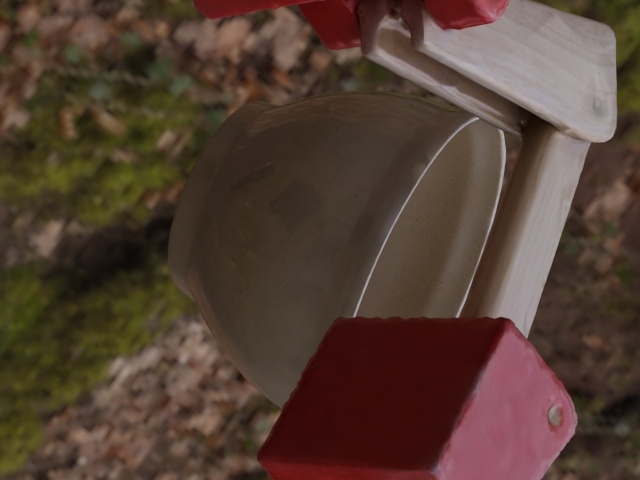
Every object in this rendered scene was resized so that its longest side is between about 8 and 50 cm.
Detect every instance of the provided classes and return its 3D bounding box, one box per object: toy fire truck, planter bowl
[{"bbox_3d":[0.031,-0.049,0.381,0.047,0.135,0.192,-3,-139,41],"label":"toy fire truck"},{"bbox_3d":[0.000,0.000,0.821,0.162,0.109,0.162,-52,155,-36],"label":"planter bowl"}]
